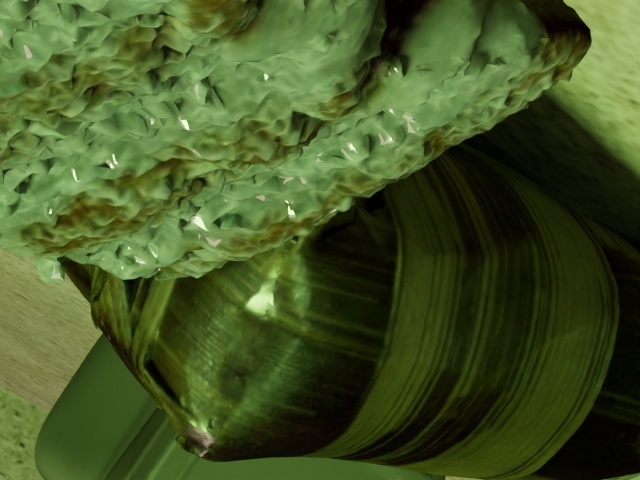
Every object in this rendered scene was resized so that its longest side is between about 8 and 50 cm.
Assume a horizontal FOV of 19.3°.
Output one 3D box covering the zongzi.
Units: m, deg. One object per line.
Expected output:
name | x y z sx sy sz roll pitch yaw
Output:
zongzi | 0.000 0.000 0.816 0.286 0.134 0.288 17 -169 -40

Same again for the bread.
bread | -0.088 -0.077 0.419 0.165 0.113 0.416 -28 162 22

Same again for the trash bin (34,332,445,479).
trash bin | -0.077 0.160 1.381 0.220 0.219 0.250 39 169 -26

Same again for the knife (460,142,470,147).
knife | -0.023 -0.082 0.815 0.293 0.019 0.043 30 160 -11

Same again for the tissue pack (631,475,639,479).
tissue pack | 0.150 0.240 0.944 0.229 0.333 0.236 32 164 -8
